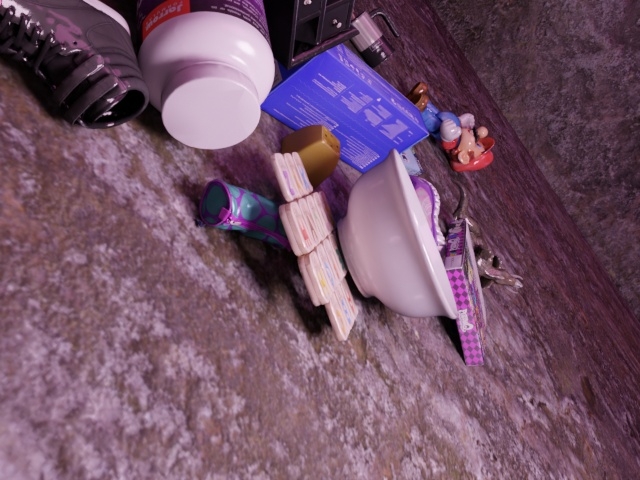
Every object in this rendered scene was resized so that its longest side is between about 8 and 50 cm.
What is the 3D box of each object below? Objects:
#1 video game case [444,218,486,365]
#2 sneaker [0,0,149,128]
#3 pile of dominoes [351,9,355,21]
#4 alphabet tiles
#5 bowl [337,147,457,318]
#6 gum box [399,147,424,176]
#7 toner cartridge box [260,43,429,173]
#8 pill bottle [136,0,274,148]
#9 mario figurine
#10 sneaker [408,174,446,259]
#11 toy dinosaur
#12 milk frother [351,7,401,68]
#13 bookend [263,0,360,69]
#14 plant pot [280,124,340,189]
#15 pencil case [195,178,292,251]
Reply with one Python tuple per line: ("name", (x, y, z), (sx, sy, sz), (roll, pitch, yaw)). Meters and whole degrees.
("video game case", (0.302, 0.103, 1.347), (0.210, 0.042, 0.232), (-65, 142, -58))
("sneaker", (-0.292, -0.205, 0.692), (0.146, 0.105, 0.296), (61, 23, 16))
("pile of dominoes", (0.018, -0.732, 1.842), (0.196, 0.040, 0.251), (23, 52, -49))
("alphabet tiles", (0.000, 0.000, 0.962), (0.284, 0.021, 0.277), (-40, 111, -78))
("bowl", (0.115, 0.009, 1.082), (0.298, 0.134, 0.297), (-21, 90, -77))
("gum box", (0.162, -0.232, 1.542), (0.184, 0.041, 0.157), (5, 58, -56))
("toner cartridge box", (0.045, -0.252, 1.236), (0.348, 0.165, 0.075), (25, 42, -48))
("pill bottle", (-0.163, -0.288, 0.908), (0.181, 0.181, 0.322), (29, 39, -44))
("mario figurine", (0.395, -0.334, 1.881), (0.321, 0.170, 0.198), (37, 68, -23))
("sneaker", (0.190, -0.055, 1.363), (0.105, 0.095, 0.236), (27, 41, -33))
("toy dinosaur", (0.363, 0.004, 1.590), (0.313, 0.121, 0.160), (62, 15, 17))
("milk frother", (0.135, -0.555, 1.787), (0.134, 0.129, 0.143), (51, -15, -16))
("bookend", (-0.007, -0.368, 0.999), (0.157, 0.156, 0.072), (-34, 67, -27))
("plant pot", (-0.012, -0.152, 1.128), (0.081, 0.083, 0.081), (39, 33, -31))
("pencil case", (-0.095, -0.032, 0.889), (0.152, 0.064, 0.070), (19, 34, -51))
